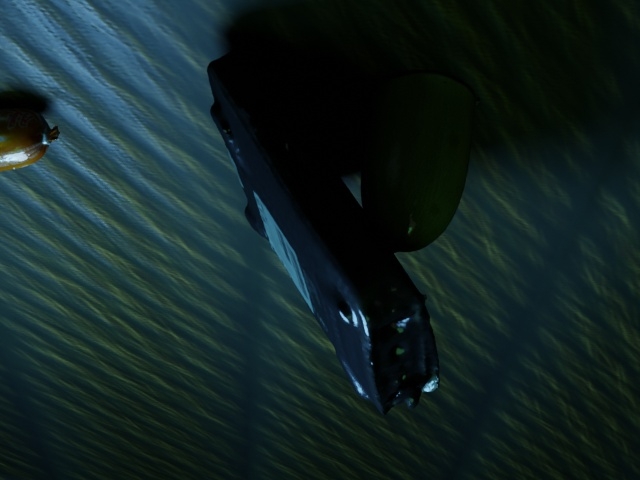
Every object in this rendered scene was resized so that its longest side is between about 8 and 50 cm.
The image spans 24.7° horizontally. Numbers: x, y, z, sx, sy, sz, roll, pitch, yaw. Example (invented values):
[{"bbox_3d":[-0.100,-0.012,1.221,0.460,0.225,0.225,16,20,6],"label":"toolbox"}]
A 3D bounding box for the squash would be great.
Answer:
[{"bbox_3d":[0.095,-0.074,1.533,0.123,0.186,0.123,9,155,4],"label":"squash"}]

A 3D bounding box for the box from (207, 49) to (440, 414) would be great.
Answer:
[{"bbox_3d":[0.000,0.000,1.547,0.091,0.350,0.359,-31,156,-7],"label":"box"}]

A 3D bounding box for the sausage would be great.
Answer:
[{"bbox_3d":[-0.397,-0.109,1.642,0.234,0.071,0.071,-7,153,19],"label":"sausage"}]
